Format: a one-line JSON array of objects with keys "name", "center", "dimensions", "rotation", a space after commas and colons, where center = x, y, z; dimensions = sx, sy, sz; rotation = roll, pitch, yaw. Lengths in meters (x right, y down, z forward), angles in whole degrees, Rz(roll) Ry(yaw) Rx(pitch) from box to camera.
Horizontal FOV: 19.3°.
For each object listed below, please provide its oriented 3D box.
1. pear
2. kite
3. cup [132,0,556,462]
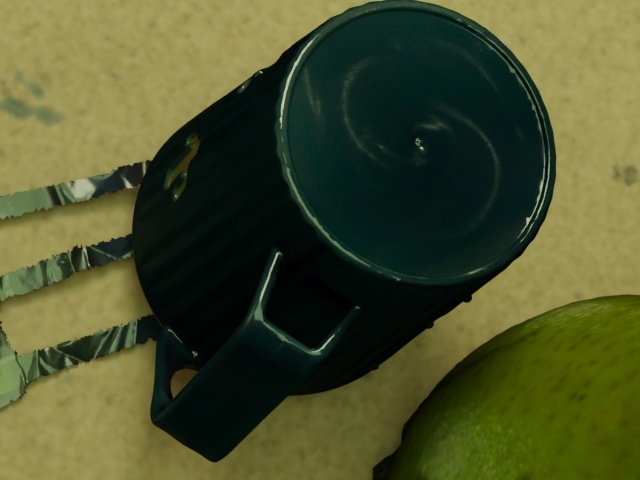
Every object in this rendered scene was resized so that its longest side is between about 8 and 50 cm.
[{"name": "pear", "center": [0.159, 0.097, 0.696], "dimensions": [0.238, 0.255, 0.164], "rotation": [32, 76, 2]}, {"name": "kite", "center": [-0.144, 0.024, 0.771], "dimensions": [0.245, 0.015, 0.141], "rotation": [-16, 84, -14]}, {"name": "cup", "center": [0.000, 0.000, 0.719], "dimensions": [0.131, 0.155, 0.176], "rotation": [33, 66, -9]}]
